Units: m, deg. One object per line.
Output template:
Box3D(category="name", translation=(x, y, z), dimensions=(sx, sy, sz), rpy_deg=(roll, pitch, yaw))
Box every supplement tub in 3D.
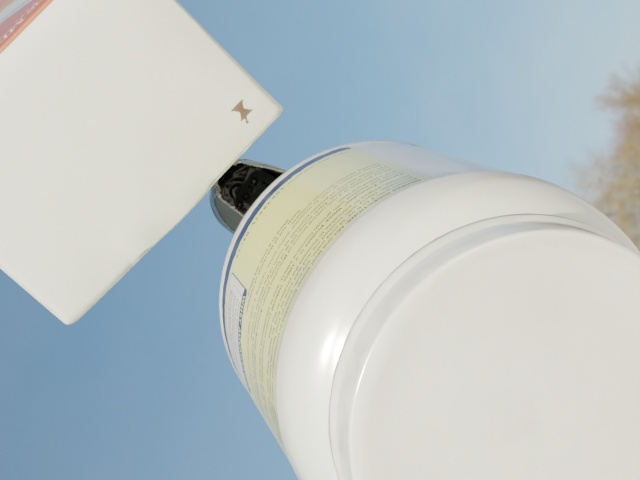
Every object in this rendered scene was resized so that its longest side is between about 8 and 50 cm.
Box3D(category="supplement tub", translation=(0.071, 0.064, 0.726), dimensions=(0.325, 0.235, 0.235), rpy_deg=(-144, 35, -73))

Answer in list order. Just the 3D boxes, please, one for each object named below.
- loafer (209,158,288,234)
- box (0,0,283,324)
Box3D(category="loafer", translation=(0.000, 0.000, 1.018), dimensions=(0.094, 0.251, 0.087), rpy_deg=(-63, -16, -6))
Box3D(category="box", translation=(-0.201, -0.113, 0.909), dimensions=(0.168, 0.215, 0.345), rpy_deg=(45, 179, -24))
